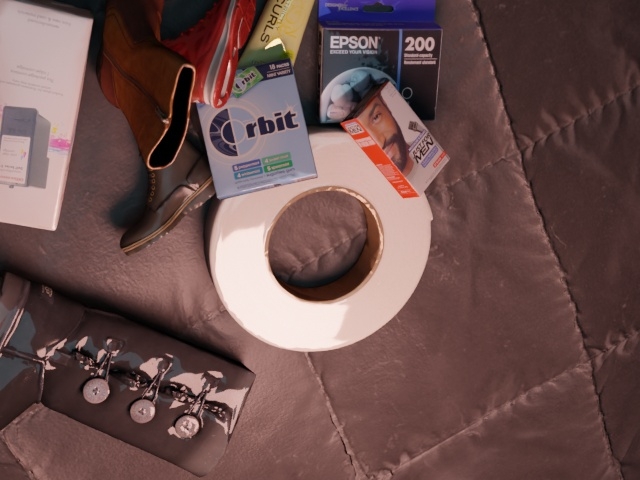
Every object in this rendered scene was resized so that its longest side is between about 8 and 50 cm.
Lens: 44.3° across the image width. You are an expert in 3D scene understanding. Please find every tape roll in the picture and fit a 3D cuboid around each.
[{"bbox_3d":[0.000,0.000,1.328,0.391,0.072,0.392,-5,109,-15],"label":"tape roll"}]

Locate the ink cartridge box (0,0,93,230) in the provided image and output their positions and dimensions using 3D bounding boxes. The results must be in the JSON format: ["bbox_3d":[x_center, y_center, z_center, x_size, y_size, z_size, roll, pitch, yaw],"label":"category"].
[{"bbox_3d":[-0.400,-0.147,1.076,0.119,0.207,0.354,10,105,-19],"label":"ink cartridge box"}]

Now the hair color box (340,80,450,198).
[{"bbox_3d":[0.121,-0.158,1.251,0.167,0.053,0.093,47,68,-19],"label":"hair color box"}]

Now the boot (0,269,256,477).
[{"bbox_3d":[-0.373,0.287,1.279,0.445,0.146,0.367,27,100,-28],"label":"boot"}]

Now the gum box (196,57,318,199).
[{"bbox_3d":[-0.100,-0.170,1.199,0.156,0.041,0.185,-12,86,1],"label":"gum box"}]

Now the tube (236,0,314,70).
[{"bbox_3d":[-0.048,-0.354,1.203,0.070,0.062,0.240,30,108,16],"label":"tube"}]

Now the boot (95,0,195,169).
[{"bbox_3d":[-0.228,-0.268,1.026,0.096,0.280,0.264,10,115,-32],"label":"boot"}]

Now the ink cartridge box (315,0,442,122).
[{"bbox_3d":[0.095,-0.297,1.273,0.206,0.045,0.208,-4,108,-16],"label":"ink cartridge box"}]

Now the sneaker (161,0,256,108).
[{"bbox_3d":[-0.178,-0.311,1.159,0.128,0.087,0.221,12,75,9],"label":"sneaker"}]

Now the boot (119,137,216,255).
[{"bbox_3d":[-0.264,-0.084,1.222,0.198,0.077,0.137,-44,111,-14],"label":"boot"}]
